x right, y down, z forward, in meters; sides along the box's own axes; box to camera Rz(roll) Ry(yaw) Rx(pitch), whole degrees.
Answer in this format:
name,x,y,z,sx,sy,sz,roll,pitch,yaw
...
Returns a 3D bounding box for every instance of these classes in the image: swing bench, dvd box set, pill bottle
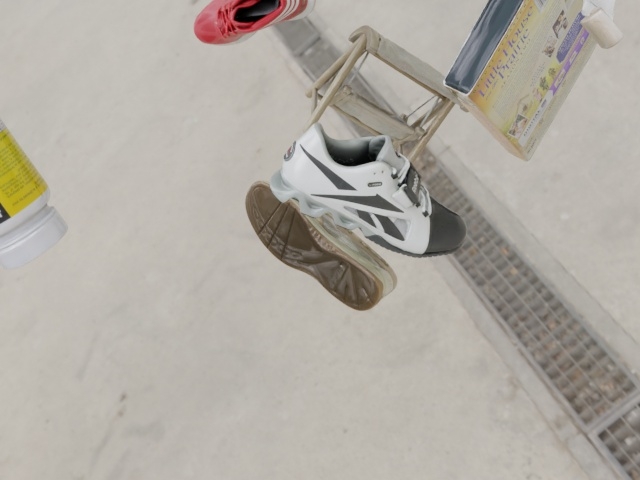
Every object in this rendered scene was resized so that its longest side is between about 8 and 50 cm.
name,x,y,z,sx,sy,sz,roll,pitch,yaw
swing bench,0.135,-0.297,1.829,0.255,0.253,0.165,-47,25,32
dvd box set,0.391,-0.343,1.625,0.062,0.420,0.308,31,95,29
pill bottle,-0.422,-0.073,1.109,0.119,0.208,0.119,-26,22,12

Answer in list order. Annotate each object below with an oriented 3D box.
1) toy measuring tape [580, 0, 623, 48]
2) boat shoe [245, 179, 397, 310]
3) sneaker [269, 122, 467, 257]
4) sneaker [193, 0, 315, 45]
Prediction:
name,x,y,z,sx,sy,sz,roll,pitch,yaw
toy measuring tape,0.334,-0.308,0.879,0.121,0.121,0.330,-19,29,35
boat shoe,0.000,0.000,1.495,0.098,0.302,0.109,-28,-28,-55
sneaker,0.103,-0.079,1.320,0.146,0.330,0.122,-58,26,32
sneaker,-0.129,-0.343,1.306,0.221,0.087,0.128,-14,10,33
